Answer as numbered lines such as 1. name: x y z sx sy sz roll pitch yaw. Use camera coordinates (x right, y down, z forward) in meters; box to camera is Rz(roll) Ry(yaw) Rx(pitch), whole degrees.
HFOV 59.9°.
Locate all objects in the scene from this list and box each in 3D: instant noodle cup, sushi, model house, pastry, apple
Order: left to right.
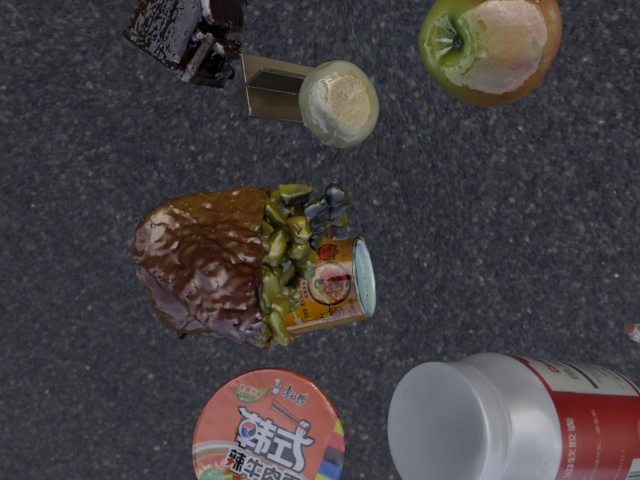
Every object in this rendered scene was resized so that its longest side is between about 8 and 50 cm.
1. model house: -0.241 -0.505 1.204 0.297 0.317 0.283 32 109 13
2. sushi: -0.065 0.021 0.548 0.179 0.296 0.167 4 78 6
3. instant noodle cup: -0.075 0.352 0.975 0.250 0.192 0.251 -1 76 5
4. instant noodle cup: 0.009 0.083 1.112 0.172 0.216 0.216 -8 116 16
5. pastry: 0.037 -0.246 0.998 0.156 0.092 0.157 -4 97 -30
6. apple: 0.425 -0.524 1.429 0.304 0.338 0.339 -3 119 -21

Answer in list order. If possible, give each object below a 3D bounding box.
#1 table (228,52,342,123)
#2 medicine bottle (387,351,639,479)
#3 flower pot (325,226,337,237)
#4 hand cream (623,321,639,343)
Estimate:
1. table: -0.062 -0.307 1.146 0.226 0.167 0.167 -3 124 -39
2. medicine bottle: 0.187 0.169 0.497 0.250 0.131 0.131 14 120 -34
3. flower pot: 0.000 0.000 1.312 0.111 0.089 0.111 -2 158 -1
4. hand cream: 0.801 0.244 1.297 0.209 0.067 0.043 25 127 -12
